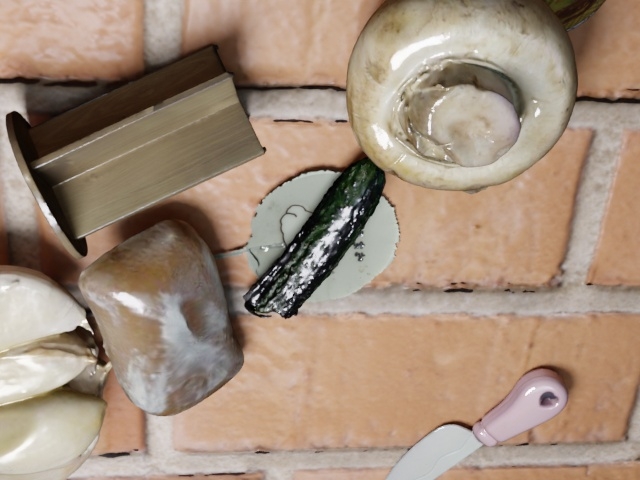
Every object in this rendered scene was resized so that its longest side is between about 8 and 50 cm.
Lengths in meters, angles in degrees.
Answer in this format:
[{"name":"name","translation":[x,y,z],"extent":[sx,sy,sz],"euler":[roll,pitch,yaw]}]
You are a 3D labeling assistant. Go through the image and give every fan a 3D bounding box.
[{"name":"fan","translation":[-0.066,0.008,1.195],"extent":[0.329,0.009,0.191],"euler":[-10,126,-4]}]

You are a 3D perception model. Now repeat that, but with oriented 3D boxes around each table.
[{"name":"table","translation":[-0.184,-0.103,1.040],"extent":[0.226,0.167,0.167],"euler":[-25,122,-4]}]

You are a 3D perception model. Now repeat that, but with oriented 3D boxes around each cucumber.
[{"name":"cucumber","translation":[0.001,0.002,1.158],"extent":[0.067,0.067,0.245],"euler":[28,116,-22]}]

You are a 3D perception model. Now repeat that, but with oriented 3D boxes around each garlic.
[{"name":"garlic","translation":[-0.341,0.155,1.156],"extent":[0.203,0.185,0.281],"euler":[-16,102,-19]}]

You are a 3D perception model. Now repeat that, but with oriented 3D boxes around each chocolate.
[{"name":"chocolate","translation":[-0.162,0.106,1.150],"extent":[0.157,0.080,0.254],"euler":[-34,134,-24]}]

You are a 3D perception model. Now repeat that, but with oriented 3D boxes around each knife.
[{"name":"knife","translation":[0.194,0.283,1.385],"extent":[0.336,0.043,0.081],"euler":[-38,113,17]}]

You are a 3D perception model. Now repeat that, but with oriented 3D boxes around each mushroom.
[{"name":"mushroom","translation":[0.147,-0.151,1.029],"extent":[0.255,0.184,0.255],"euler":[-5,123,-7]}]

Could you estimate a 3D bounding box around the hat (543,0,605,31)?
[{"name":"hat","translation":[0.235,-0.283,1.024],"extent":[0.193,0.082,0.193],"euler":[-3,122,-5]}]
